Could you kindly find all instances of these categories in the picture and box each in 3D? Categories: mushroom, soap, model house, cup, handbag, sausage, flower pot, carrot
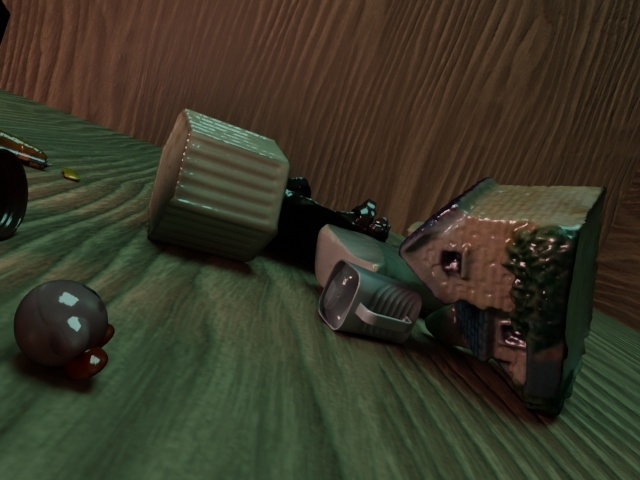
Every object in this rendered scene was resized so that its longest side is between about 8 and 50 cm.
[{"bbox_3d":[0.165,0.078,1.058,0.397,0.126,0.177,16,11,-42],"label":"mushroom"},{"bbox_3d":[-0.540,-0.144,1.176,0.034,0.012,0.089,15,10,-35],"label":"soap"},{"bbox_3d":[0.263,0.066,0.830,0.284,0.298,0.243,13,28,36],"label":"model house"},{"bbox_3d":[0.079,0.098,0.810,0.129,0.095,0.128,18,9,-25],"label":"cup"},{"bbox_3d":[0.003,-0.033,1.165,0.285,0.114,0.257,22,-20,4],"label":"handbag"},{"bbox_3d":[-0.651,-0.181,1.100,0.198,0.025,0.028,16,24,-27],"label":"sausage"},{"bbox_3d":[-0.419,-0.059,0.644,0.089,0.111,0.111,5,9,-3],"label":"flower pot"},{"bbox_3d":[-0.687,-0.213,1.155,0.209,0.061,0.061,23,7,-20],"label":"carrot"},{"bbox_3d":[-0.184,-0.093,0.959,0.189,0.209,0.239,15,24,-28],"label":"flower pot"}]

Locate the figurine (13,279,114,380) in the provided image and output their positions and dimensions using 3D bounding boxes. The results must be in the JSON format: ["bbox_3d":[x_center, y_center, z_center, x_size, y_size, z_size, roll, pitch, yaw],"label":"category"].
[{"bbox_3d":[-0.199,0.066,0.422,0.067,0.071,0.083,-30,23,-22],"label":"figurine"}]

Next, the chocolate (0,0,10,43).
[{"bbox_3d":[-0.851,-0.405,1.002,0.383,0.331,0.384,16,-32,10],"label":"chocolate"}]
